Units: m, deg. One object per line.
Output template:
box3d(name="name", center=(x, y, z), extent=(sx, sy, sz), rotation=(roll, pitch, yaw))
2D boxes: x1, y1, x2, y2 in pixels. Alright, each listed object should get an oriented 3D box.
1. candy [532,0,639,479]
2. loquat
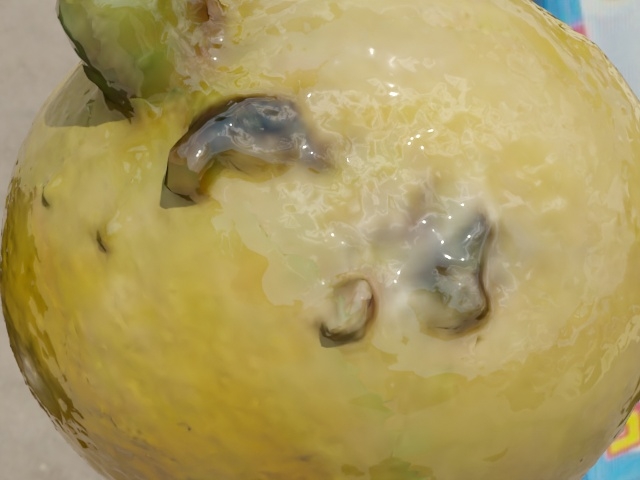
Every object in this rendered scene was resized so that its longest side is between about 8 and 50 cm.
box3d(name="candy", center=(0.123, -0.032, 0.816), extent=(0.100, 0.305, 0.157), rotation=(-20, 25, -23))
box3d(name="loquat", center=(0.000, 0.000, 0.389), extent=(0.204, 0.172, 0.149), rotation=(49, 44, -49))
